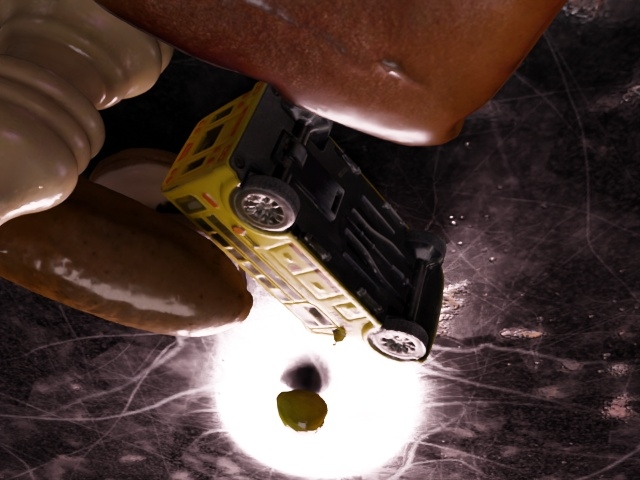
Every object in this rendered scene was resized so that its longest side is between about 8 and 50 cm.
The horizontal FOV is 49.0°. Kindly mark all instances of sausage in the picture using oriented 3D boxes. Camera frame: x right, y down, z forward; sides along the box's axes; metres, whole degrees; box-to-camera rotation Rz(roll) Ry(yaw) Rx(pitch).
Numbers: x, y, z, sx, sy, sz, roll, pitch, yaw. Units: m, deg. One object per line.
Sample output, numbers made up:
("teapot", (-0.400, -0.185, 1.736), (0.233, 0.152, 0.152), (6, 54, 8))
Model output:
("sausage", (-0.299, -0.029, 0.689), (0.500, 0.136, 0.123), (25, 105, 6))

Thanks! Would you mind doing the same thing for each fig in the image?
("fig", (-0.033, 0.266, 1.098), (0.088, 0.074, 0.074), (31, 138, 9))

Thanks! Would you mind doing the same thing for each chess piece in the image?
("chess piece", (-0.229, -0.096, 0.554), (0.124, 0.307, 0.139), (-16, 131, 27))

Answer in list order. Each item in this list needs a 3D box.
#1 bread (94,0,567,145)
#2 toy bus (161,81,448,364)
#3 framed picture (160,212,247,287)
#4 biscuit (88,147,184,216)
("bread", (0.033, -0.247, 0.463), (0.323, 0.143, 0.333), (22, 137, -13))
("toy bus", (0.000, 0.000, 0.741), (0.152, 0.144, 0.330), (-17, 130, 38))
("framed picture", (-0.175, 0.019, 0.812), (0.168, 0.023, 0.128), (2, 140, 5))
("biscuit", (-0.177, -0.019, 0.826), (0.181, 0.049, 0.208), (-27, 128, 33))
